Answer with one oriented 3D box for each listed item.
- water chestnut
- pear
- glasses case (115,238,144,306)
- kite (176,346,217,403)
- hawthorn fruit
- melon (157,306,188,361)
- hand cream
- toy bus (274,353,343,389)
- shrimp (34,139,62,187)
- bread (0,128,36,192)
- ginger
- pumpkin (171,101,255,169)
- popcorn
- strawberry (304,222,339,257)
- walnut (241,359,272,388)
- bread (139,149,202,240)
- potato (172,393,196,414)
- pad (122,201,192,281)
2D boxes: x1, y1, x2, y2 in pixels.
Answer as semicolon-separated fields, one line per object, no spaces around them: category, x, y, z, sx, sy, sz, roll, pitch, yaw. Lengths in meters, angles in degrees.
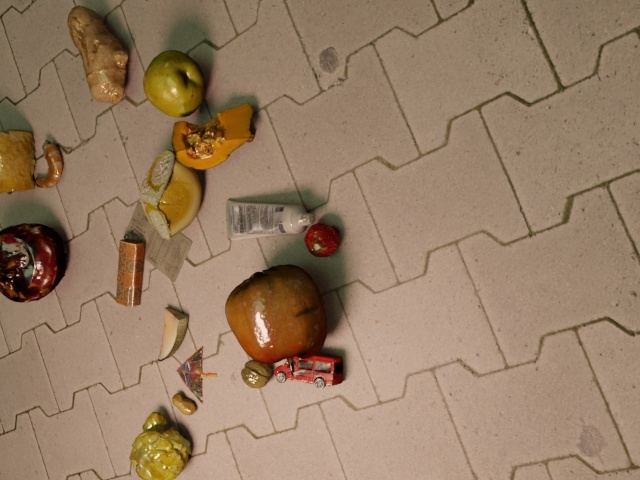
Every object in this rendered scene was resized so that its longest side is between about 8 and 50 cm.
water chestnut;-1.049;0.079;2.003;0.300;0.300;0.299;2;95;27
pear;-0.432;-0.466;1.705;0.198;0.198;0.198;2;95;27
glasses case;-0.639;0.108;1.915;0.075;0.049;0.218;13;102;26
kite;-0.400;0.430;1.846;0.159;0.010;0.189;5;98;25
hawthorn fruit;-0.104;0.217;1.548;0.268;0.268;0.300;-14;95;27
melon;-0.486;0.316;1.859;0.098;0.054;0.182;16;100;31
hand cream;-0.154;-0.059;1.654;0.341;0.078;0.124;1;96;39
toy bus;-0.035;0.364;1.620;0.195;0.081;0.089;1;85;27
shrimp;-0.997;-0.271;2.083;0.166;0.049;0.161;-22;85;34
bread;-1.271;-0.289;2.098;0.396;0.264;0.239;4;100;25
ginger;-0.723;-0.614;1.870;0.190;0.126;0.353;-33;81;30
pumpkin;-0.306;-0.301;1.689;0.248;0.126;0.130;-11;61;2
popcorn;-0.515;0.664;1.841;0.198;0.198;0.212;-44;50;23
strawberry;0.000;0.001;1.566;0.106;0.106;0.106;2;95;27
walnut;-0.190;0.396;1.700;0.092;0.092;0.092;2;95;27
bread;-0.453;-0.134;1.760;0.158;0.156;0.260;22;91;46
potato;-0.444;0.533;1.856;0.092;0.046;0.045;29;64;13
pad;-0.545;0.002;1.889;0.265;0.009;0.159;34;107;21
